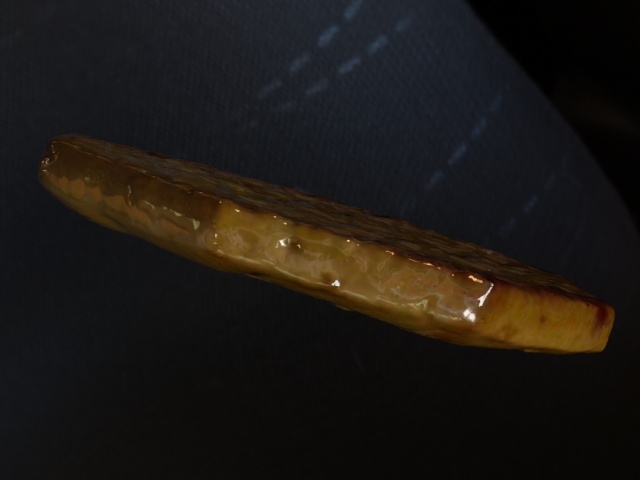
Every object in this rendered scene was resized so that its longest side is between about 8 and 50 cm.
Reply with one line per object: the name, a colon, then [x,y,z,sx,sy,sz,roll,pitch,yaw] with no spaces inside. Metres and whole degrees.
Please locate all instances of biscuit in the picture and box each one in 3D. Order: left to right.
biscuit: [0.000,0.001,0.878,0.359,0.359,0.046,18,96,26]
